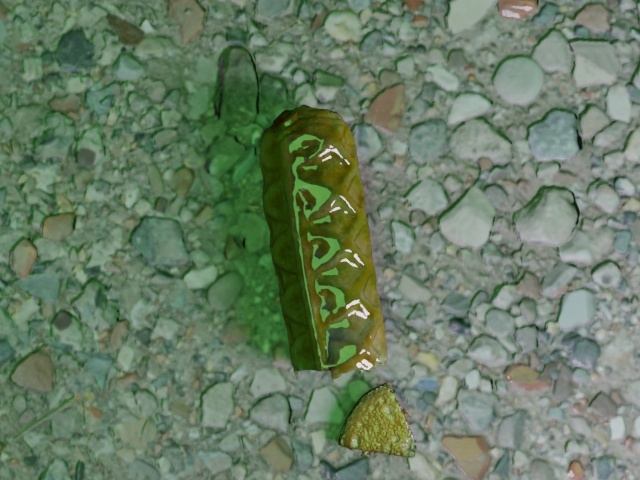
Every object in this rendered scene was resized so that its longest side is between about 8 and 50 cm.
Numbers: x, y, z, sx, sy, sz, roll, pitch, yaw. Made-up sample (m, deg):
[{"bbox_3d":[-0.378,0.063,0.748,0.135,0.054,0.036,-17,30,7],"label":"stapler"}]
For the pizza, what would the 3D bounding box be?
[{"bbox_3d":[0.063,0.189,1.040,0.078,0.025,0.083,42,100,11],"label":"pizza"}]

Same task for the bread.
[{"bbox_3d":[0.001,0.000,1.023,0.087,0.098,0.270,-7,87,-35],"label":"bread"}]
